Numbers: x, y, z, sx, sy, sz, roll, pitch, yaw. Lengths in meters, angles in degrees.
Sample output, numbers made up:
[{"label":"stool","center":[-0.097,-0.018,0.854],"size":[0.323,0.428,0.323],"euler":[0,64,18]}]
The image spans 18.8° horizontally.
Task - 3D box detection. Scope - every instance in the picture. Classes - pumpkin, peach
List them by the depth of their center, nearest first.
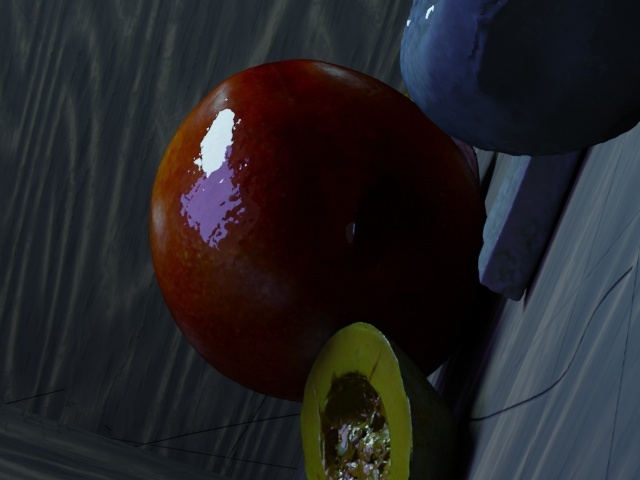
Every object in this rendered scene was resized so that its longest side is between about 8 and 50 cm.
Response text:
[{"label":"pumpkin","center":[0.070,0.192,1.835],"size":[0.217,0.110,0.217],"euler":[-20,67,57]},{"label":"peach","center":[0.000,0.000,2.029],"size":[0.388,0.388,0.388],"euler":[-162,90,-88]}]

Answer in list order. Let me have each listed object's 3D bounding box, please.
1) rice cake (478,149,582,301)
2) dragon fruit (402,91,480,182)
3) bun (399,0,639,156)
[{"label":"rice cake","center":[0.205,-0.097,1.686],"size":[0.106,0.050,0.298],"euler":[-74,2,-59]},{"label":"dragon fruit","center":[0.089,-0.042,2.387],"size":[0.147,0.211,0.282],"euler":[81,-161,-79]},{"label":"bun","center":[0.178,-0.198,1.203],"size":[0.354,0.194,0.354],"euler":[-159,90,-89]}]
